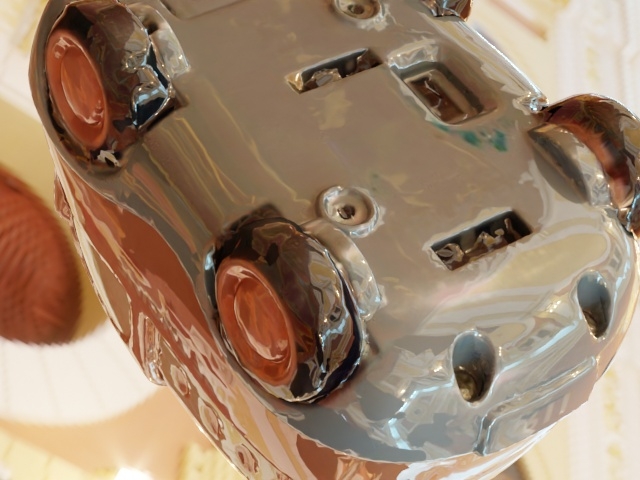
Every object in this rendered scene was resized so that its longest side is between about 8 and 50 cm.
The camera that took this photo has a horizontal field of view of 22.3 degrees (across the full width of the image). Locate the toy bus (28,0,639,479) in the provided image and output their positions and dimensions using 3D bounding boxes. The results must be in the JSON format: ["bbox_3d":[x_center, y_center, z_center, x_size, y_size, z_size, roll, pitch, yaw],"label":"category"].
[{"bbox_3d":[0.000,0.000,0.730,0.287,0.194,0.232,48,-33,27],"label":"toy bus"}]
